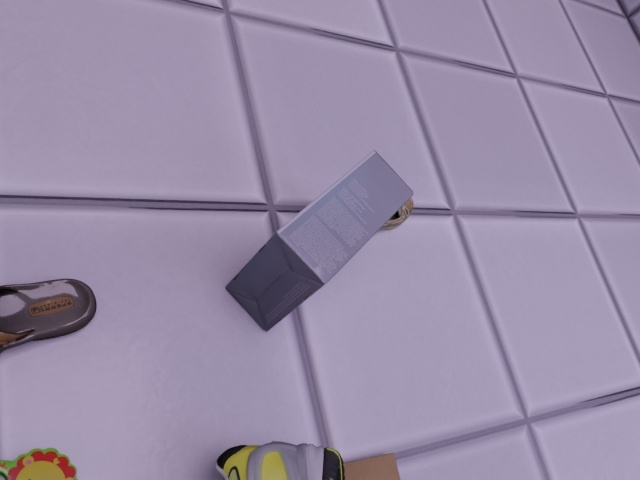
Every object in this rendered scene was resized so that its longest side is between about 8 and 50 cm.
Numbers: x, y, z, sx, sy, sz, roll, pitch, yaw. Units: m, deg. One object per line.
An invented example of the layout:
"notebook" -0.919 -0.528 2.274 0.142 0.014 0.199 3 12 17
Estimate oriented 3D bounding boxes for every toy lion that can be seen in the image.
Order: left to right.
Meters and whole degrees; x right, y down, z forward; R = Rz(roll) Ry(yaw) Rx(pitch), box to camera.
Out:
"toy lion" -0.303 0.253 0.584 0.100 0.034 0.096 30 46 -15

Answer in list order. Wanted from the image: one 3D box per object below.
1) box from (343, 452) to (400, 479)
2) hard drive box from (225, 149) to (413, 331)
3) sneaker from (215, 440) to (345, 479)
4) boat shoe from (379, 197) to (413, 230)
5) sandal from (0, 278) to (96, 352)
"box" 0.031 0.370 0.735 0.201 0.021 0.164 2 64 -31
"hard drive box" 0.000 0.000 0.815 0.089 0.181 0.232 48 49 0
"sneaker" -0.077 0.405 0.598 0.147 0.145 0.384 7 63 13
"boat shoe" 0.116 -0.050 1.000 0.153 0.048 0.056 -20 77 -38
"sandal" -0.348 0.088 0.623 0.219 0.060 0.090 -14 73 -37
